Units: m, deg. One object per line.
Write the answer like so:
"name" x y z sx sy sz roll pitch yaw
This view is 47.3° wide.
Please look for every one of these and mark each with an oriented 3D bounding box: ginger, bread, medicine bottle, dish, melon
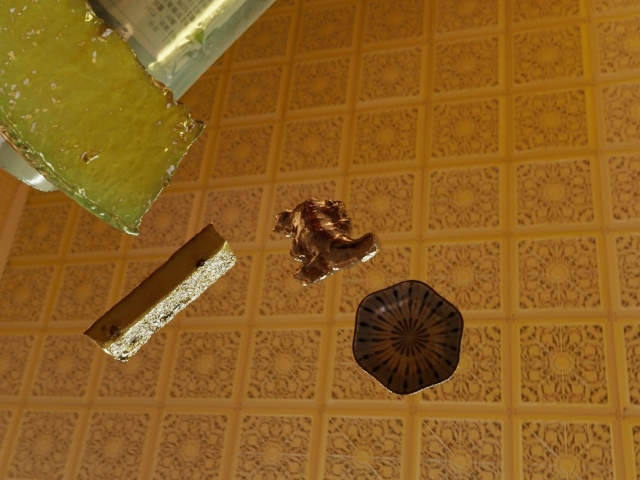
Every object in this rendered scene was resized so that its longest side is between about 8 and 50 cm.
"ginger" -0.001 -0.001 1.390 0.166 0.080 0.333 -48 -147 4
"bread" -0.344 0.120 1.618 0.361 0.138 0.077 -42 -110 -13
"medicine bottle" -0.213 -0.210 0.652 0.290 0.245 0.245 -48 -123 -1
"dish" 0.146 0.161 1.222 0.191 0.066 0.190 -1 -98 10
"melon" -0.148 -0.096 0.422 0.114 0.261 0.053 -21 -127 4
